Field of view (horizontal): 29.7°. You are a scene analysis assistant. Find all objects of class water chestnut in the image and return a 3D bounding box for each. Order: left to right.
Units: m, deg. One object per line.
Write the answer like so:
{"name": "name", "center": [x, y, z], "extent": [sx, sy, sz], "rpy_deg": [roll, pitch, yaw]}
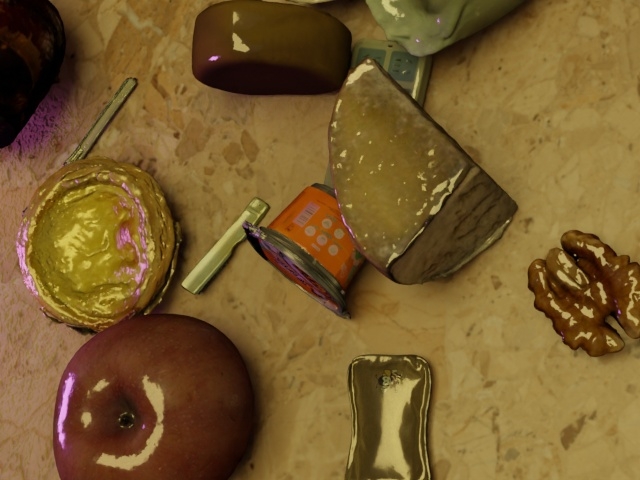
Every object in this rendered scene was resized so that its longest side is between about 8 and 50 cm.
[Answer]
{"name": "water chestnut", "center": [-0.566, -0.328, 1.918], "extent": [0.335, 0.335, 0.347], "rpy_deg": [-10, 47, 18]}

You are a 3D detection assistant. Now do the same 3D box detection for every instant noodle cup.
{"name": "instant noodle cup", "center": [0.000, 0.000, 1.712], "extent": [0.125, 0.208, 0.177], "rpy_deg": [-52, 41, -11]}

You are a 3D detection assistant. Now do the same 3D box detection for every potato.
{"name": "potato", "center": [0.108, -0.082, 1.662], "extent": [0.189, 0.211, 0.264], "rpy_deg": [-45, 66, 10]}

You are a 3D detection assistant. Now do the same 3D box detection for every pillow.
{"name": "pillow", "center": [0.097, 0.267, 1.688], "extent": [0.130, 0.033, 0.217], "rpy_deg": [-1, 80, 21]}

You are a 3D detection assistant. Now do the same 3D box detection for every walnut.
{"name": "walnut", "center": [0.363, 0.071, 1.610], "extent": [0.143, 0.069, 0.170], "rpy_deg": [-41, 68, 10]}

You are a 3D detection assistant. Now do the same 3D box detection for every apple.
{"name": "apple", "center": [-0.242, 0.246, 1.707], "extent": [0.305, 0.235, 0.306], "rpy_deg": [-4, 78, 18]}

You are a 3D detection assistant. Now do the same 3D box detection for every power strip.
{"name": "power strip", "center": [0.084, -0.169, 1.768], "extent": [0.118, 0.046, 0.270], "rpy_deg": [10, 84, 21]}

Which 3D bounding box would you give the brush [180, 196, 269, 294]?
{"name": "brush", "center": [-0.141, 0.011, 1.828], "extent": [0.033, 0.030, 0.178], "rpy_deg": [37, 83, 29]}

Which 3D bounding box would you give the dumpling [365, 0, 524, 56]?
{"name": "dumpling", "center": [0.213, -0.440, 1.663], "extent": [0.320, 0.212, 0.270], "rpy_deg": [-37, 100, -26]}

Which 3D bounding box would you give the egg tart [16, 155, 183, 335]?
{"name": "egg tart", "center": [-0.337, 0.009, 1.866], "extent": [0.279, 0.095, 0.279], "rpy_deg": [-2, 84, 17]}

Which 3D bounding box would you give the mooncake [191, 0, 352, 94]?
{"name": "mooncake", "center": [-0.081, -0.284, 1.754], "extent": [0.235, 0.235, 0.117], "rpy_deg": [3, 82, 20]}

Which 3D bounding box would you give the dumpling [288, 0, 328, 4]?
{"name": "dumpling", "center": [0.041, -0.524, 1.785], "extent": [0.260, 0.181, 0.341], "rpy_deg": [-1, 58, 10]}

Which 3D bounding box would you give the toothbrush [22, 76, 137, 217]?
{"name": "toothbrush", "center": [-0.386, -0.145, 1.947], "extent": [0.026, 0.028, 0.294], "rpy_deg": [38, 89, 21]}
